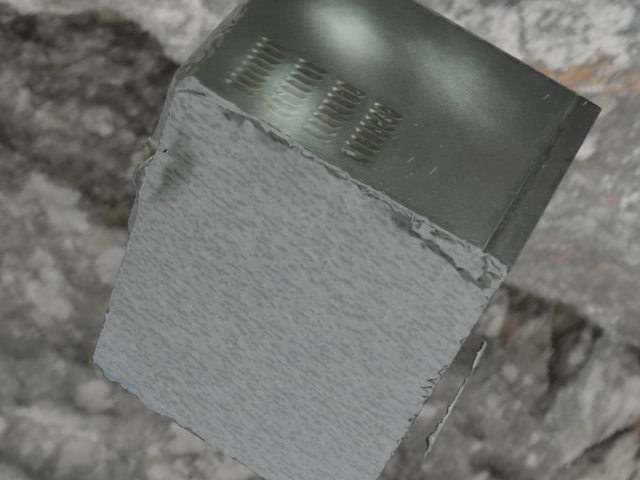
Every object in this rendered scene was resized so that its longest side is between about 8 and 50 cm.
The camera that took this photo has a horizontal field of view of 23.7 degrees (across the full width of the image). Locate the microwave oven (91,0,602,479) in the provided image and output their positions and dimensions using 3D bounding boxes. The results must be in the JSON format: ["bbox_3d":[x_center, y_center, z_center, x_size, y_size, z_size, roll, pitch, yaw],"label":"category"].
[{"bbox_3d":[0.000,0.000,1.411,0.374,0.236,0.432,31,139,6],"label":"microwave oven"}]
